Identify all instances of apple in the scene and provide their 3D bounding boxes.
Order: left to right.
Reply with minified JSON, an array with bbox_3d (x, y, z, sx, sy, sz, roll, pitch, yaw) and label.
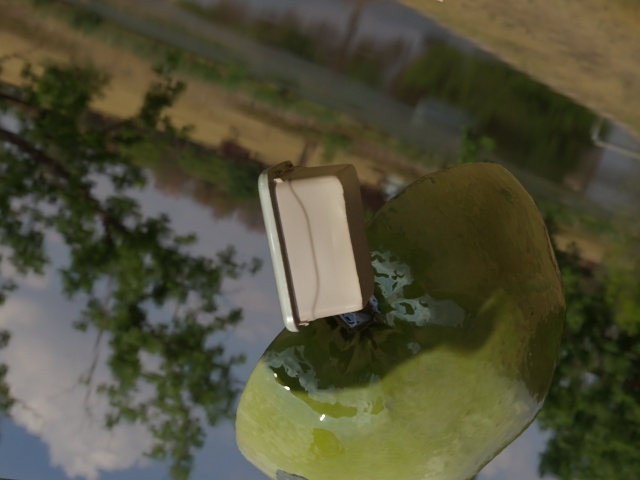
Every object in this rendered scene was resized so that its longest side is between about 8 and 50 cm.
[{"bbox_3d":[0.077,0.097,1.254,0.312,0.320,0.360,-6,169,16],"label":"apple"}]

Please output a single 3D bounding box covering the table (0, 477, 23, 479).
[{"bbox_3d":[-0.390,0.394,1.755,0.111,0.121,0.240,18,171,13],"label":"table"}]

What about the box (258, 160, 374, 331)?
[{"bbox_3d":[0.000,0.000,0.975,0.062,0.122,0.089,-7,-172,12],"label":"box"}]
